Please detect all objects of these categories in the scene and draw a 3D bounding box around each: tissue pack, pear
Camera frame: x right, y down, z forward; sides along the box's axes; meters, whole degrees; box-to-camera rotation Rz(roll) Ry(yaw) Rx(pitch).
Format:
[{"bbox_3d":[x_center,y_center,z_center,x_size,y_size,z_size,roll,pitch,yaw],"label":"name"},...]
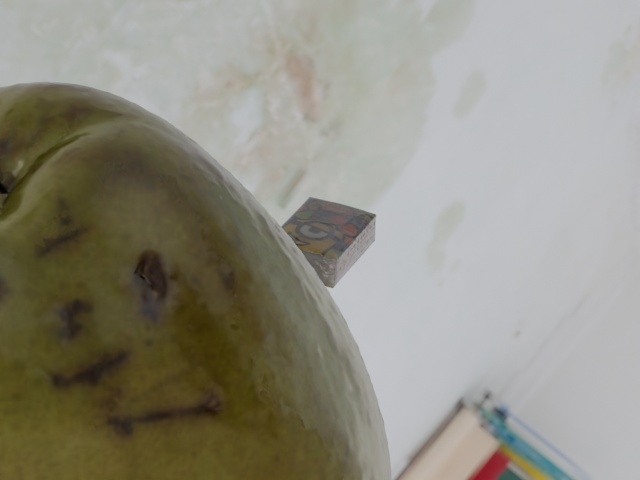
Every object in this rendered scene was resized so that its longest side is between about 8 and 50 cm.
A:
[{"bbox_3d":[0.000,0.000,1.143,0.083,0.063,0.035,-49,-33,-53],"label":"tissue pack"},{"bbox_3d":[-0.124,0.084,0.619,0.304,0.304,0.304,-39,-29,-26],"label":"pear"}]
